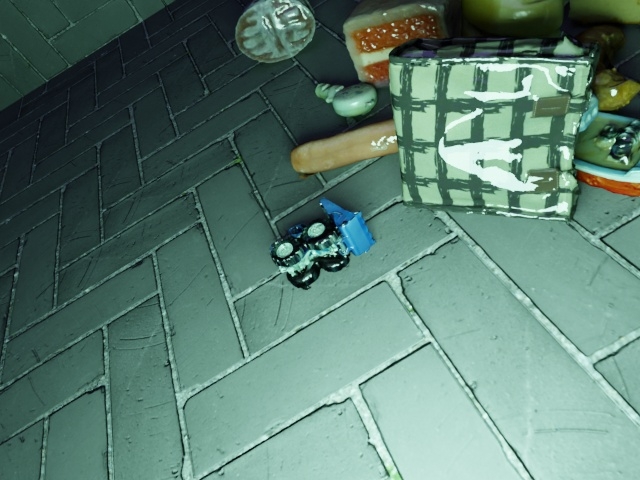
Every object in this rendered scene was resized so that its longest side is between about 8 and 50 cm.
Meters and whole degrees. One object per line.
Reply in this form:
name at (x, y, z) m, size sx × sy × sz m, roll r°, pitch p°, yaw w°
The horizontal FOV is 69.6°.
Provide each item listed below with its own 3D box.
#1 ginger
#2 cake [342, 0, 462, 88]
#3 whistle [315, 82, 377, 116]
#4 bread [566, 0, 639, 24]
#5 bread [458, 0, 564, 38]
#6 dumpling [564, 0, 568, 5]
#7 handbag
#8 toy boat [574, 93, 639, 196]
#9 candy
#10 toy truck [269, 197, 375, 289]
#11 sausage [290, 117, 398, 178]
ginger at (0.584, -0.367, 0.979) m, size 0.133 × 0.107 × 0.309 m, roll -20°, pitch 38°, yaw 37°
cake at (0.242, -0.567, 1.244) m, size 0.309 × 0.237 × 0.229 m, roll 3°, pitch 52°, yaw 33°
whistle at (0.070, -0.409, 1.323) m, size 0.126 × 0.067 × 0.258 m, roll -33°, pitch 39°, yaw -18°
bread at (0.759, -0.659, 1.058) m, size 0.279 × 0.207 × 0.279 m, roll 18°, pitch 62°, yaw 39°
bread at (0.407, -0.471, 1.000) m, size 0.211 × 0.341 × 0.300 m, roll 1°, pitch 59°, yaw 20°
dumpling at (0.600, -0.687, 1.223) m, size 0.108 × 0.127 × 0.187 m, roll -17°, pitch 43°, yaw -3°
handbag at (0.302, -0.200, 0.837) m, size 0.327 × 0.325 × 0.162 m, roll 14°, pitch 43°, yaw 33°
toy boat at (0.525, -0.187, 0.842) m, size 0.145 × 0.133 × 0.332 m, roll -44°, pitch 47°, yaw -12°
candy at (-0.156, -0.756, 1.627) m, size 0.290 × 0.214 × 0.157 m, roll -13°, pitch 45°, yaw 16°
toy truck at (0.000, 0.000, 0.985) m, size 0.208 × 0.113 × 0.126 m, roll -27°, pitch 44°, yaw 5°
sausage at (0.122, -0.243, 1.138) m, size 0.420 × 0.094 × 0.094 m, roll -12°, pitch 64°, yaw 19°
